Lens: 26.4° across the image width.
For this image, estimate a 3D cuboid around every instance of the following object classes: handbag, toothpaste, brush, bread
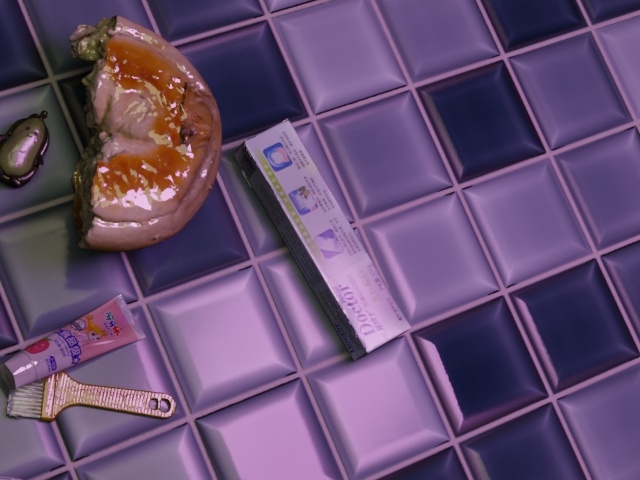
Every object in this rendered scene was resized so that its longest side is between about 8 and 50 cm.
[{"bbox_3d":[-0.395,-0.124,1.800,0.072,0.047,0.111,29,70,-8],"label":"handbag"},{"bbox_3d":[-0.318,0.135,1.745,0.194,0.043,0.067,-27,82,-36],"label":"toothpaste"},{"bbox_3d":[0.000,0.000,1.875,0.081,0.067,0.337,-28,84,-23],"label":"toothpaste"},{"bbox_3d":[-0.292,0.199,1.755,0.218,0.010,0.083,9,71,-16],"label":"brush"},{"bbox_3d":[-0.229,-0.134,1.788,0.192,0.171,0.314,0,75,-20],"label":"bread"}]

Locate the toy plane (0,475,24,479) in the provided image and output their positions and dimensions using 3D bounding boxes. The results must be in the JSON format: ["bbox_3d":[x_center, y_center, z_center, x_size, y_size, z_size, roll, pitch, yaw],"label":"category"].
[{"bbox_3d":[-0.458,0.293,1.650,0.226,0.058,0.226,11,67,-17],"label":"toy plane"}]
